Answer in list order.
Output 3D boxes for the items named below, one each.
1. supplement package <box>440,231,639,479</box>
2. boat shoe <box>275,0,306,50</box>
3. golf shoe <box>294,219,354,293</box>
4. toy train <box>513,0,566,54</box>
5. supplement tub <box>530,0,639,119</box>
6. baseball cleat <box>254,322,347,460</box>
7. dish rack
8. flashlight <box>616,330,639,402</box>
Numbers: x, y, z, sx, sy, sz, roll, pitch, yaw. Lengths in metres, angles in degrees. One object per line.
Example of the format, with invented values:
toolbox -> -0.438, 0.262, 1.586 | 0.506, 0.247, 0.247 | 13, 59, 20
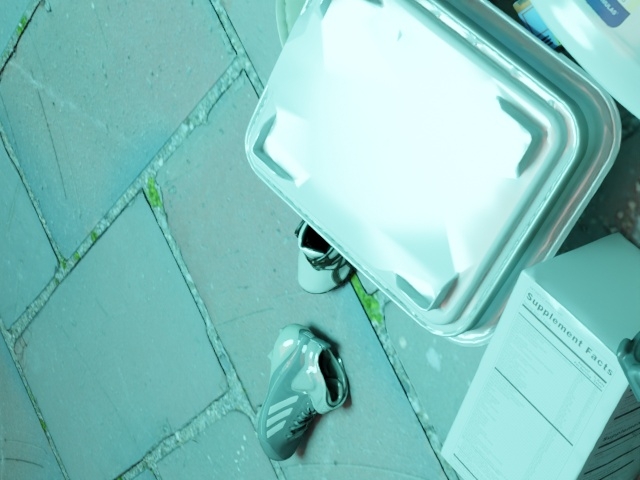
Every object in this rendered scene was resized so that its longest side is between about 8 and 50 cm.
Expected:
supplement package -> 0.230, 0.137, 1.136 | 0.139, 0.133, 0.244 | 46, 137, 30
boat shoe -> 0.054, -0.127, 1.272 | 0.324, 0.116, 0.097 | 56, 169, 18
golf shoe -> 0.000, 0.000, 1.408 | 0.077, 0.094, 0.198 | 54, 141, 21
toy train -> 0.230, -0.233, 1.032 | 0.184, 0.080, 0.105 | -33, 87, 52
supplement tub -> 0.302, -0.226, 0.761 | 0.325, 0.235, 0.235 | -48, 66, 30
baseball cleat -> -0.024, 0.204, 1.545 | 0.109, 0.072, 0.206 | 29, 130, 34
dish rack -> 0.073, -0.089, 1.130 | 0.333, 0.072, 0.286 | 43, 124, 24
flashlight -> 0.343, 0.189, 0.986 | 0.304, 0.103, 0.103 | 56, 153, -15
